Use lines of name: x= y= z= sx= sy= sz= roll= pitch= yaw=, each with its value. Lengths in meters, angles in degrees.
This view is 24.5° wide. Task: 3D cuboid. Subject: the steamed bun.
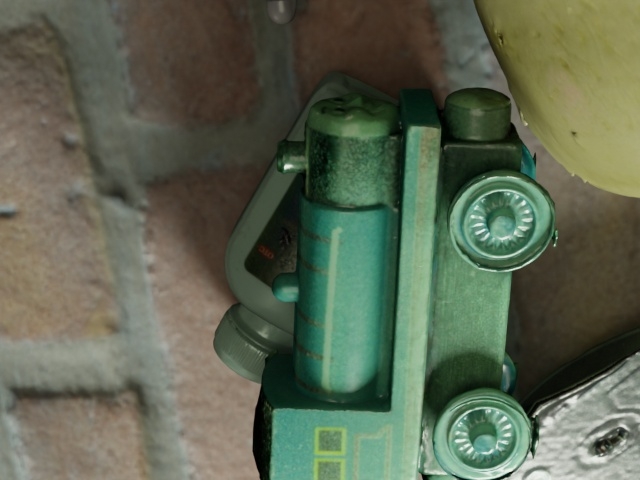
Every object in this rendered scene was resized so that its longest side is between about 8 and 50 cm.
steamed bun: x=0.212 y=-0.128 z=0.917 sx=0.273 sy=0.166 sz=0.232 roll=7 pitch=120 yaw=55

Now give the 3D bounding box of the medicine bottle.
medicine bottle: x=0.000 y=0.000 z=1.088 sx=0.121 sy=0.083 sz=0.229 roll=29 pitch=109 yaw=-7

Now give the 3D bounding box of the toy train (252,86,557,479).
toy train: x=0.053 y=0.040 z=1.003 sx=0.194 sy=0.120 sz=0.298 roll=2 pitch=111 yaw=-1

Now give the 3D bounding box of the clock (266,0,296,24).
clock: x=-0.020 y=-0.249 z=1.023 sx=0.117 sy=0.080 sz=0.176 roll=35 pitch=109 yaw=0

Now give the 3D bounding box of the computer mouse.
computer mouse: x=0.220 y=0.128 z=1.094 sx=0.231 sy=0.071 sz=0.126 roll=-34 pitch=111 yaw=9
